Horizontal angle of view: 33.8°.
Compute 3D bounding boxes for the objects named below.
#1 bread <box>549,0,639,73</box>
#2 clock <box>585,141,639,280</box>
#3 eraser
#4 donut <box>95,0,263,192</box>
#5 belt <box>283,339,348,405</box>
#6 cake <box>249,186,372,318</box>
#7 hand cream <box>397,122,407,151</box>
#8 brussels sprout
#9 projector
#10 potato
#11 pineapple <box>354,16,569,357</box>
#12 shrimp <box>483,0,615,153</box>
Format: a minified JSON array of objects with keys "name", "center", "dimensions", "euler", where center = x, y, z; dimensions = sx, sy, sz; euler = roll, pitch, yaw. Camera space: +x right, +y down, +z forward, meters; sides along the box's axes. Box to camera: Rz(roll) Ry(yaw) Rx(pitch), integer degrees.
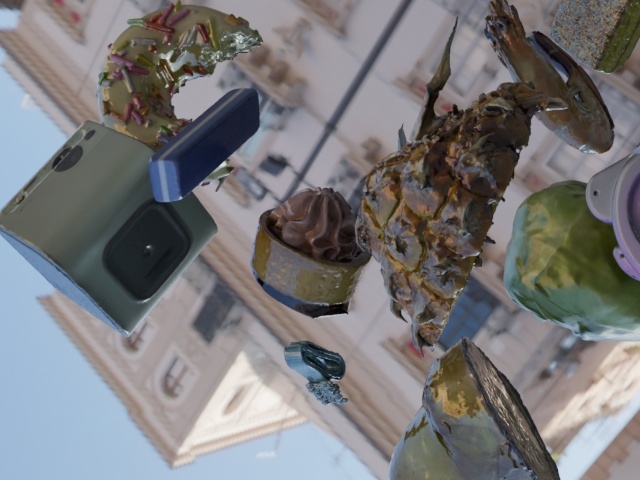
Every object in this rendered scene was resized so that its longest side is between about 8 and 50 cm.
[{"name":"bread","center":[0.594,-0.487,2.185],"dimensions":[0.110,0.234,0.184],"euler":[2,-146,-34]},{"name":"clock","center":[0.513,-0.028,1.469],"dimensions":[0.090,0.227,0.248],"euler":[11,-128,-59]},{"name":"eraser","center":[-0.167,-0.143,1.555],"dimensions":[0.036,0.082,0.225],"euler":[21,-132,24]},{"name":"donut","center":[-0.291,-0.299,2.062],"dimensions":[0.307,0.371,0.150],"euler":[10,168,10]},{"name":"belt","center":[-0.011,0.250,2.030],"dimensions":[0.179,0.065,0.100],"euler":[34,-125,-52]},{"name":"cake","center":[0.000,0.000,1.701],"dimensions":[0.207,0.178,0.185],"euler":[34,-153,6]},{"name":"hand cream","center":[0.174,-0.117,2.137],"dimensions":[0.050,0.234,0.080],"euler":[-4,-163,11]},{"name":"brussels sprout","center":[0.439,0.040,1.723],"dimensions":[0.328,0.247,0.328],"euler":[38,-172,-6]},{"name":"projector","center":[-0.363,-0.023,1.791],"dimensions":[0.248,0.249,0.248],"euler":[25,159,40]},{"name":"potato","center":[0.231,0.386,1.844],"dimensions":[0.397,0.296,0.290],"euler":[39,-157,-53]},{"name":"pineapple","center":[0.120,-0.056,1.088],"dimensions":[0.158,0.335,0.161],"euler":[30,-171,11]},{"name":"shrimp","center":[0.286,-0.207,1.297],"dimensions":[0.133,0.053,0.236],"euler":[-39,-91,-36]}]
